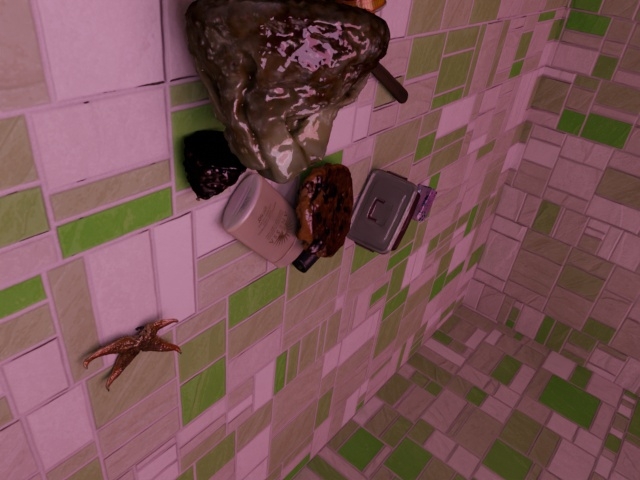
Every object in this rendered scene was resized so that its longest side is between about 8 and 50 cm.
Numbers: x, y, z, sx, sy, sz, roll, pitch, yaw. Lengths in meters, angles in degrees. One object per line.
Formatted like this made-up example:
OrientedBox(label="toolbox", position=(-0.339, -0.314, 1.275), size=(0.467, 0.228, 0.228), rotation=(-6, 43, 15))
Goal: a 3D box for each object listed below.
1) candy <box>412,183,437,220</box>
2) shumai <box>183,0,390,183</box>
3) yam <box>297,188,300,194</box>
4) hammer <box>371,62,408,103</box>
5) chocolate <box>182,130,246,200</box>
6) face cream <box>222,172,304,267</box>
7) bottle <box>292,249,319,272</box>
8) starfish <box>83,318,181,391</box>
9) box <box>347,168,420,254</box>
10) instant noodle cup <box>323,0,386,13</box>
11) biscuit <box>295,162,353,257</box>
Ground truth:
OrientedBox(label="candy", position=(0.453, -0.166, 2.248), size=(0.092, 0.073, 0.160), rotation=(7, 109, -61))
OrientedBox(label="shumai", position=(-0.069, -0.290, 0.989), size=(0.395, 0.395, 0.347), rotation=(-15, 117, -52))
OrientedBox(label="yam", position=(-0.023, -0.154, 1.555), size=(0.130, 0.027, 0.033), rotation=(-22, 132, -47))
OrientedBox(label="hammer", position=(0.177, -0.514, 1.541), size=(0.440, 0.044, 0.168), rotation=(14, 105, -61))
OrientedBox(label="chocolate", position=(-0.243, -0.154, 1.124), size=(0.156, 0.156, 0.133), rotation=(-27, 152, -46))
OrientedBox(label="face cream", position=(-0.138, -0.038, 1.414), size=(0.173, 0.081, 0.348), rotation=(-63, 151, -11))
OrientedBox(label="bottle", position=(0.000, 0.000, 1.682), size=(0.244, 0.082, 0.072), rotation=(-45, -169, -25))
OrientedBox(label="starfish", position=(-0.456, 0.272, 1.228), size=(0.248, 0.050, 0.138), rotation=(-22, 134, -39))
OrientedBox(label="box", position=(0.240, -0.101, 1.864), size=(0.293, 0.194, 0.167), rotation=(-66, 159, 7))
OrientedBox(label="instant noodle cup", position=(0.065, -0.631, 1.160), size=(0.168, 0.169, 0.184), rotation=(-42, 138, -30))
OrientedBox(label="biscuit", position=(0.011, -0.091, 1.521), size=(0.334, 0.081, 0.289), rotation=(-9, 107, -64))
